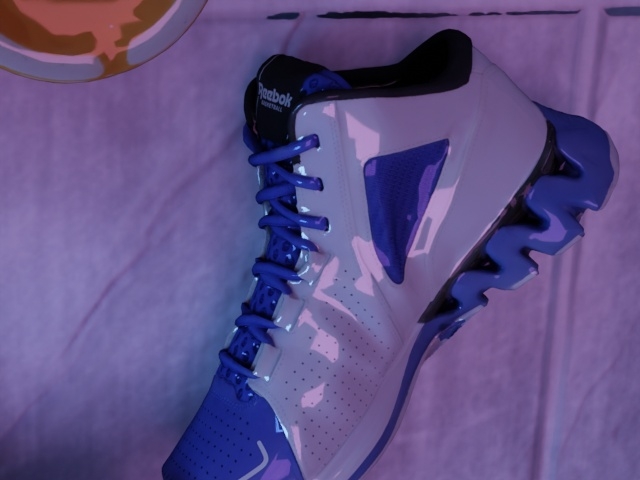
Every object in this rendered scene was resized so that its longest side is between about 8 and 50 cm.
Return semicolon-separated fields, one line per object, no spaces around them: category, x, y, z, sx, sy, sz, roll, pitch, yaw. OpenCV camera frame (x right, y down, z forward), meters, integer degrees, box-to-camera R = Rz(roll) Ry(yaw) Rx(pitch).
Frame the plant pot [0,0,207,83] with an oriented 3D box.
plant pot;-0.125;-0.164;0.756;0.205;0.188;0.205;-8;119;-15

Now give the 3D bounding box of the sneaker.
sneaker;0.001;-0.001;0.920;0.315;0.127;0.182;-48;113;-5
